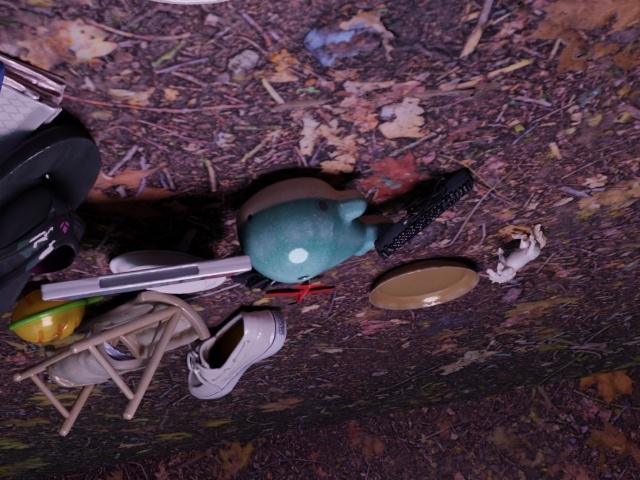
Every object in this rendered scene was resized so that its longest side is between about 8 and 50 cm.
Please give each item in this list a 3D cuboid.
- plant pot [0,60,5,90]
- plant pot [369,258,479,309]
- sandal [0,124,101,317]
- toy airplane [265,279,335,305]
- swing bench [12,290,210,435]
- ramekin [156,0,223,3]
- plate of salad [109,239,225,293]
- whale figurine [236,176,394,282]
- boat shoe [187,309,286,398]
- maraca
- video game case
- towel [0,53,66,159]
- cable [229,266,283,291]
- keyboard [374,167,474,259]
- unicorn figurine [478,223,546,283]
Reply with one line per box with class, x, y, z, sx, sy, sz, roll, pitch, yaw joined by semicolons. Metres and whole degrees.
plant pot;-0.395;-0.111;0.573;0.236;0.212;0.236;6;125;-41
plant pot;0.218;0.092;1.536;0.236;0.032;0.236;-8;155;-4
sandal;-0.397;0.021;0.967;0.446;0.107;0.168;-47;168;35
toy airplane;-0.033;0.105;1.482;0.151;0.028;0.151;-9;156;-4
swing bench;-0.396;0.215;1.374;0.253;0.165;0.254;-25;-165;40
ramekin;-0.096;-0.286;0.497;0.273;0.127;0.273;-7;155;-3
plate of salad;-0.265;0.048;1.258;0.200;0.048;0.200;2;156;1
whale figurine;0.000;0.000;1.131;0.272;0.141;0.216;11;148;-42
boat shoe;-0.239;0.260;1.622;0.157;0.135;0.367;11;146;-38
maraca;-0.481;0.130;1.312;0.127;0.099;0.186;-17;180;26
video game case;-0.257;0.058;1.085;0.285;0.025;0.204;-8;177;-13
towel;-0.501;-0.132;0.786;0.332;0.053;0.317;-29;148;36
cable;-0.067;0.060;1.271;0.151;0.047;0.184;-5;180;-36
keyboard;0.169;-0.034;1.149;0.192;0.038;0.100;-41;151;6
unicorn figurine;0.374;0.037;1.404;0.162;0.060;0.111;-28;145;19
